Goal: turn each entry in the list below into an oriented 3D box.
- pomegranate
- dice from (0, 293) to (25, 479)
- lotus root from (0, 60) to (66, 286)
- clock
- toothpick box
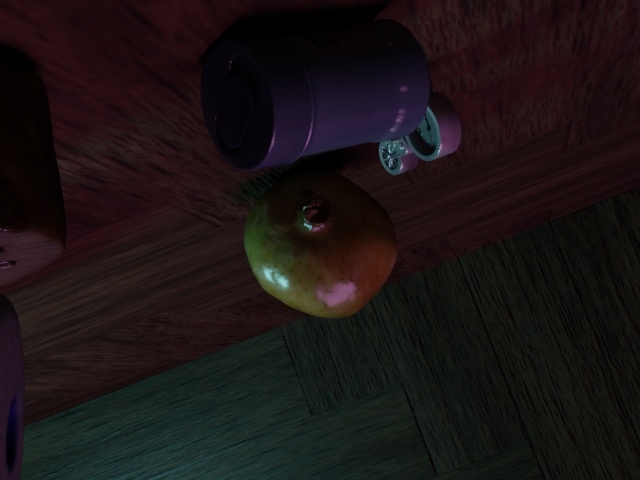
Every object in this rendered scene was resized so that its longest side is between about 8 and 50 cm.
[{"bbox_3d":[0.000,0.000,1.348,0.196,0.196,0.196,-20,171,-3],"label":"pomegranate"},{"bbox_3d":[-0.375,0.148,0.885,0.259,0.243,0.251,4,-174,-6],"label":"dice"},{"bbox_3d":[-0.241,-0.038,0.762,0.138,0.119,0.235,-13,168,-11],"label":"lotus root"},{"bbox_3d":[0.094,-0.114,1.157,0.041,0.087,0.129,-21,173,-26],"label":"clock"},{"bbox_3d":[-0.004,-0.116,0.888,0.153,0.101,0.101,-15,169,-36],"label":"toothpick box"}]
